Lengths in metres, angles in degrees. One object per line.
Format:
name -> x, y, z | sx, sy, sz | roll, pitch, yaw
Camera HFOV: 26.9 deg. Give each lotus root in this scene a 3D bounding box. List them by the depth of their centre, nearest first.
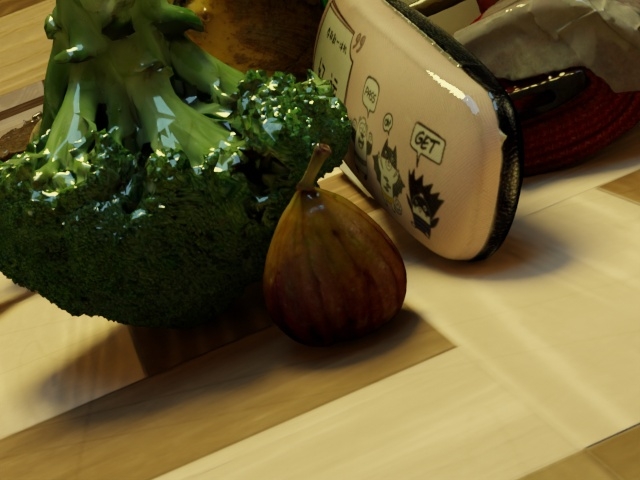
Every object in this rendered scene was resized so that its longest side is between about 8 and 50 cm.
lotus root -> -0.070, -0.269, 1.595 | 0.397, 0.179, 0.196 | -6, -44, -55

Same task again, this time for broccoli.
broccoli -> -0.115, -0.071, 0.930 | 0.270, 0.270, 0.270 | -14, 8, 2

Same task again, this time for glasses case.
glasses case -> 0.060, -0.092, 0.950 | 0.075, 0.122, 0.314 | 0, 27, -20

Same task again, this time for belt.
belt -> 0.170, -0.124, 1.007 | 0.201, 0.128, 0.124 | -21, 14, 36

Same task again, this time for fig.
fig -> 0.000, 0.000, 0.812 | 0.089, 0.125, 0.089 | -15, 19, 5

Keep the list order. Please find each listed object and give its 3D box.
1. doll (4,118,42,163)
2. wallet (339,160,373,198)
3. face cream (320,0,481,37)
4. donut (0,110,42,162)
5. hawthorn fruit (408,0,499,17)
doll -> -0.294, -0.019, 1.213 | 0.272, 0.144, 0.208 | -18, 24, -8
wallet -> 0.047, -0.091, 1.141 | 0.033, 0.095, 0.190 | 19, 7, -14
face cream -> 0.173, -0.300, 1.413 | 0.357, 0.219, 0.312 | -18, 26, 4
donut -> -0.263, -0.104, 1.537 | 0.270, 0.103, 0.269 | -17, 18, 6
hawthorn fruit -> 0.233, -0.262, 1.139 | 0.369, 0.284, 0.284 | -26, 15, 7
